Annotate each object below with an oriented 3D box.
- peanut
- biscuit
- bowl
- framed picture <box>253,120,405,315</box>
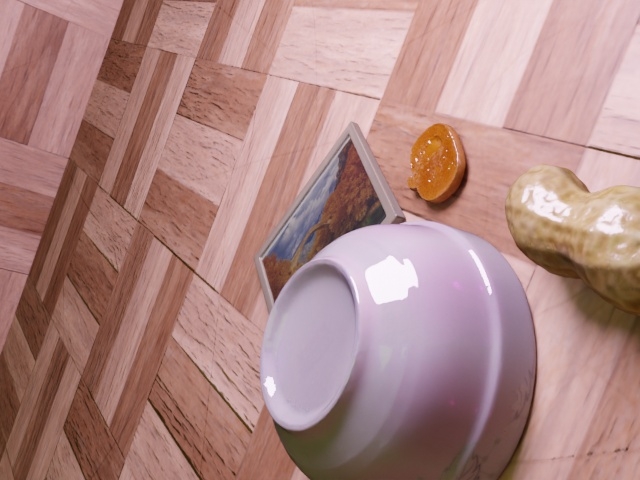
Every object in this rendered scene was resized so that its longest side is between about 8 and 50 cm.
[{"bbox_3d":[0.207,-0.008,0.611,0.193,0.089,0.089,37,106,56],"label":"peanut"},{"bbox_3d":[0.120,-0.078,0.838,0.078,0.015,0.091,-44,41,40],"label":"biscuit"},{"bbox_3d":[0.043,0.109,0.747,0.287,0.143,0.287,-33,49,47],"label":"bowl"},{"bbox_3d":[0.000,0.000,0.983,0.250,0.016,0.184,-51,38,29],"label":"framed picture"}]
